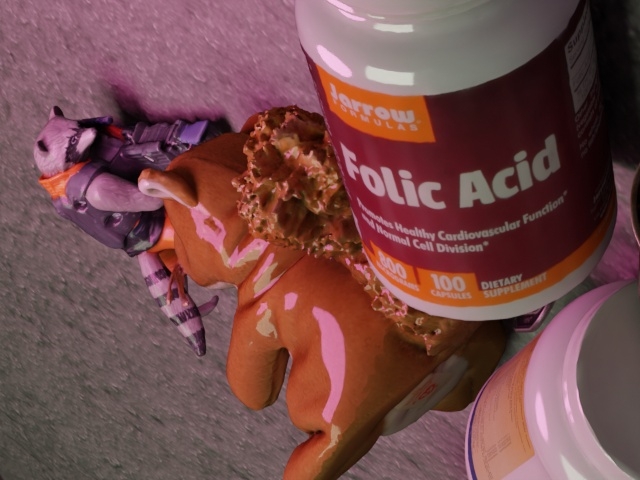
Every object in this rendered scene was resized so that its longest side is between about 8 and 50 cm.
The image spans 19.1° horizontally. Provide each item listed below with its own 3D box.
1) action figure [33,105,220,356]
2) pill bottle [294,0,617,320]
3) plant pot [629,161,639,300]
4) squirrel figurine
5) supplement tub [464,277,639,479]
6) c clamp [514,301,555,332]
[{"bbox_3d":[-0.200,-0.033,2.243,0.330,0.178,0.341,41,161,-15],"label":"action figure"},{"bbox_3d":[0.105,-0.137,1.485,0.224,0.224,0.392,28,152,34],"label":"pill bottle"},{"bbox_3d":[0.317,0.007,1.477,0.167,0.167,0.165,37,164,18],"label":"plant pot"},{"bbox_3d":[0.000,0.000,1.927,0.370,0.281,0.397,48,145,20],"label":"squirrel figurine"},{"bbox_3d":[0.271,0.165,1.692,0.228,0.228,0.316,43,160,4],"label":"supplement tub"},{"bbox_3d":[0.217,0.025,1.738,0.022,0.137,0.161,24,170,-3],"label":"c clamp"}]
